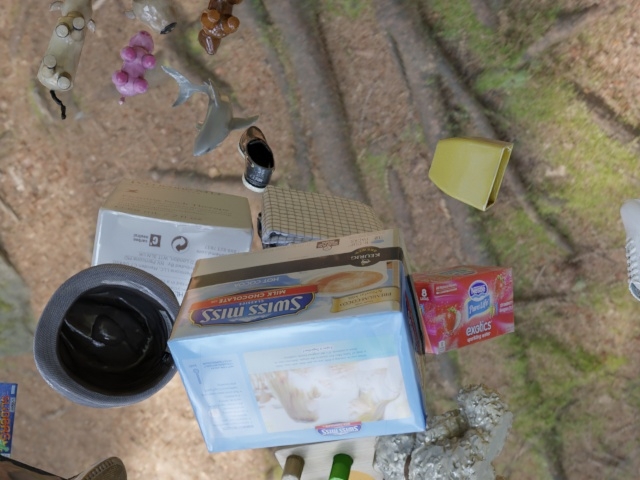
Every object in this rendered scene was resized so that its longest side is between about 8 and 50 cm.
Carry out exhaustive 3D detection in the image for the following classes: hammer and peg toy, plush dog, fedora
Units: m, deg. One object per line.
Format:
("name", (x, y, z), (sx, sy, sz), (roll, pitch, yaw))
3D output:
("hammer and peg toy", (0.122, 0.458, 1.668), (0.361, 0.127, 0.266), (-13, 119, 20))
("plush dog", (0.185, 0.372, 1.468), (0.225, 0.210, 0.263), (6, 113, 45))
("fedora", (-0.367, 0.156, 1.511), (0.275, 0.244, 0.124), (24, 175, -34))

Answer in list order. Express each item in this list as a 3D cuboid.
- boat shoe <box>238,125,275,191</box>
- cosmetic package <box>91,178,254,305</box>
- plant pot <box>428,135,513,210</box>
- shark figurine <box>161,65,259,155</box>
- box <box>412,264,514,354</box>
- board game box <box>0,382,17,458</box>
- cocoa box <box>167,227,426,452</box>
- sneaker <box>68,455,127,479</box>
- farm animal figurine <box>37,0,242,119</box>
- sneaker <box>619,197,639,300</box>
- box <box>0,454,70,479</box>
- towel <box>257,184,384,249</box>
("boat shoe", (-0.086, -0.121, 1.224), (0.048, 0.133, 0.042), (16, 125, -19))
("cosmetic package", (-0.342, 0.066, 2.036), (0.329, 0.394, 0.328), (8, 102, -8))
("plant pot", (0.182, -0.091, 1.092), (0.083, 0.081, 0.082), (20, 105, 16))
("shark figurine", (-0.244, -0.314, 1.932), (0.116, 0.166, 0.278), (71, 173, -46))
("box", (0.238, 0.120, 1.618), (0.122, 0.256, 0.128), (1, 95, 43))
("board game box", (-0.571, 0.324, 1.566), (0.201, 0.035, 0.136), (157, 117, -63))
("cocoa box", (-0.023, 0.155, 1.361), (0.347, 0.228, 0.232), (-8, 120, 10))
("sneaker", (-0.441, 0.442, 1.419), (0.153, 0.282, 0.099), (-5, 112, 26))
("farm animal figurine", (-0.297, -0.382, 1.348), (0.172, 0.330, 0.327), (-157, 50, -71))
("sneaker", (0.553, 0.039, 1.485), (0.094, 0.090, 0.235), (-24, 71, 6))
("box", (-0.368, 0.414, 1.166), (0.261, 0.103, 0.184), (26, 102, -17))
("towel", (0.000, 0.000, 1.921), (0.283, 0.235, 0.121), (9, 117, -13))
